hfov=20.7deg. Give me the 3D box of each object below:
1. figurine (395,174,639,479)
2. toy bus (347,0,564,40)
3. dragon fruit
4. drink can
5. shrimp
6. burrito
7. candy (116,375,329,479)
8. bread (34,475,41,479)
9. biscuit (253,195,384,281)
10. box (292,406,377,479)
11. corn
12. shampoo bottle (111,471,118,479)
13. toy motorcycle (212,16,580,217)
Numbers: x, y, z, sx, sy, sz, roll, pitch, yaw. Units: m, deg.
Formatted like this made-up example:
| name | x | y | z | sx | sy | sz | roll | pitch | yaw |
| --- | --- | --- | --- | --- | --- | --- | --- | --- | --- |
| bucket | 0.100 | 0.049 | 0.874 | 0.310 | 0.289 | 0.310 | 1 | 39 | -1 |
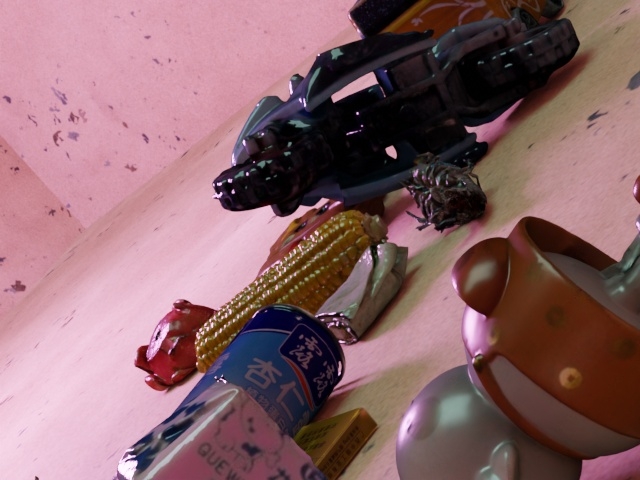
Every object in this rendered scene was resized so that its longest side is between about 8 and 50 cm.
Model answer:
| name | x | y | z | sx | sy | sz | roll | pitch | yaw |
| --- | --- | --- | --- | --- | --- | --- | --- | --- | --- |
| figurine | 0.119 | 0.087 | 0.928 | 0.143 | 0.143 | 0.271 | -83 | 10 | -75 |
| toy bus | 0.167 | -0.289 | 2.089 | 0.162 | 0.194 | 0.323 | -37 | 11 | 27 |
| dragon fruit | -0.156 | 0.108 | 1.971 | 0.126 | 0.068 | 0.112 | -41 | 10 | 8 |
| drink can | -0.073 | 0.156 | 1.383 | 0.097 | 0.097 | 0.235 | -30 | 14 | 47 |
| shrimp | 0.118 | -0.035 | 1.627 | 0.174 | 0.076 | 0.082 | -122 | 41 | -75 |
| burrito | 0.042 | 0.043 | 1.572 | 0.118 | 0.044 | 0.074 | -49 | 15 | -30 |
| candy | -0.035 | 0.161 | 1.031 | 0.092 | 0.160 | 0.073 | -45 | 14 | -13 |
| bread | -0.273 | 0.286 | 1.482 | 0.187 | 0.065 | 0.103 | -63 | 18 | -6 |
| biscuit | -0.002 | -0.003 | 1.940 | 0.186 | 0.044 | 0.295 | -41 | 9 | 15 |
| box | -0.027 | 0.187 | 1.283 | 0.089 | 0.022 | 0.156 | -30 | 15 | 52 |
| corn | -0.025 | 0.055 | 1.679 | 0.238 | 0.080 | 0.080 | -40 | 10 | 21 |
| shampoo bottle | -0.171 | 0.254 | 1.435 | 0.086 | 0.056 | 0.227 | -39 | 10 | 21 |
| toy motorcycle | 0.064 | -0.138 | 1.846 | 0.416 | 0.172 | 0.232 | -27 | 9 | -10 |
